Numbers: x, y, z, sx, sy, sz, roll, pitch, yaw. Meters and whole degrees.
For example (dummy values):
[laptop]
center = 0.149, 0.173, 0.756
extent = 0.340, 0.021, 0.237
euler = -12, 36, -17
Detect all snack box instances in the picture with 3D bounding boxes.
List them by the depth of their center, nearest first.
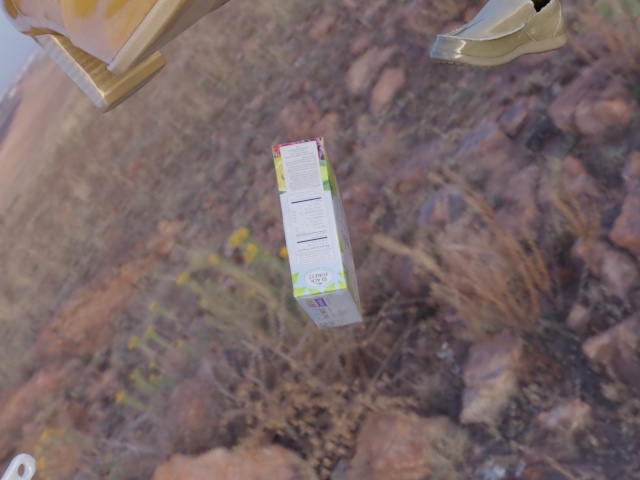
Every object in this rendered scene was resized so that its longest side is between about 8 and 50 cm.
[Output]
[snack box]
center = 0.000, 0.000, 0.742
extent = 0.141, 0.037, 0.100
euler = 62, -160, -76

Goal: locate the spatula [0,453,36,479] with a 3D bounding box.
[spatula]
center = -0.254, 0.183, 0.577
extent = 0.019, 0.168, 0.242
euler = -11, 42, 41

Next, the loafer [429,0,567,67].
[loafer]
center = 0.144, -0.172, 0.892
extent = 0.148, 0.050, 0.056
euler = -21, 24, -40

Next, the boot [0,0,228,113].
[boot]
center = -0.148, -0.195, 0.617
extent = 0.104, 0.211, 0.295
euler = -42, 9, -25
